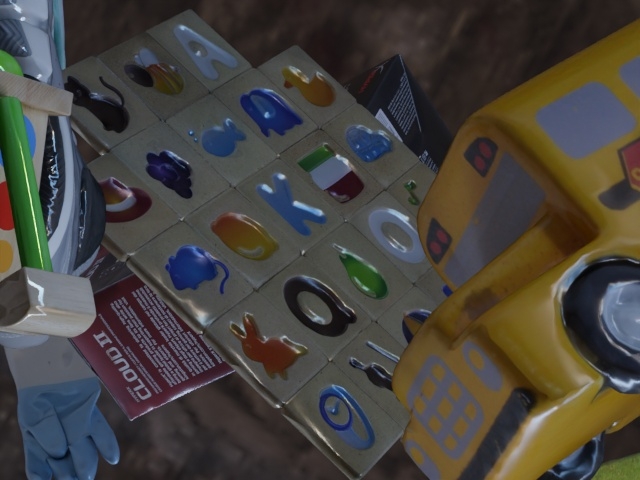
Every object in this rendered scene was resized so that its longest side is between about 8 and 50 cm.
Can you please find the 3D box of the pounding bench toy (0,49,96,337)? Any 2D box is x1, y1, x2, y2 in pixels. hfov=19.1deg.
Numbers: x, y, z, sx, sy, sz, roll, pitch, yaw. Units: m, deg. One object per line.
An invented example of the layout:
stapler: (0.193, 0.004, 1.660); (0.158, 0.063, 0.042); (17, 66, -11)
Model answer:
pounding bench toy: (-0.082, -0.014, 0.425); (0.052, 0.083, 0.065); (16, 81, -57)

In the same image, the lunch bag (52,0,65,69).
lunch bag: (-0.244, -0.212, 1.248); (0.224, 0.108, 0.279); (-149, -127, -69)

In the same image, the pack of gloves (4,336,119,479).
pack of gloves: (-0.265, 0.154, 1.534); (0.232, 0.195, 0.046); (-111, -164, -57)

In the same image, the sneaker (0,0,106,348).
sneaker: (-0.120, -0.068, 0.650); (0.132, 0.086, 0.229); (82, 2, -66)

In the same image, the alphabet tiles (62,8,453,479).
alphabet tiles: (0.000, 0.000, 1.125); (0.011, 0.342, 0.285); (-50, 174, 34)

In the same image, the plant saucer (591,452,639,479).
plant saucer: (0.055, 0.170, 0.907); (0.188, 0.045, 0.188); (-8, 157, -40)

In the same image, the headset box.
headset box: (-0.053, 0.002, 1.448); (0.293, 0.110, 0.218); (-27, -163, 26)

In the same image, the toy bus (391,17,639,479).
toy bus: (0.159, -0.024, 0.778); (0.332, 0.130, 0.108); (-30, 160, -30)
